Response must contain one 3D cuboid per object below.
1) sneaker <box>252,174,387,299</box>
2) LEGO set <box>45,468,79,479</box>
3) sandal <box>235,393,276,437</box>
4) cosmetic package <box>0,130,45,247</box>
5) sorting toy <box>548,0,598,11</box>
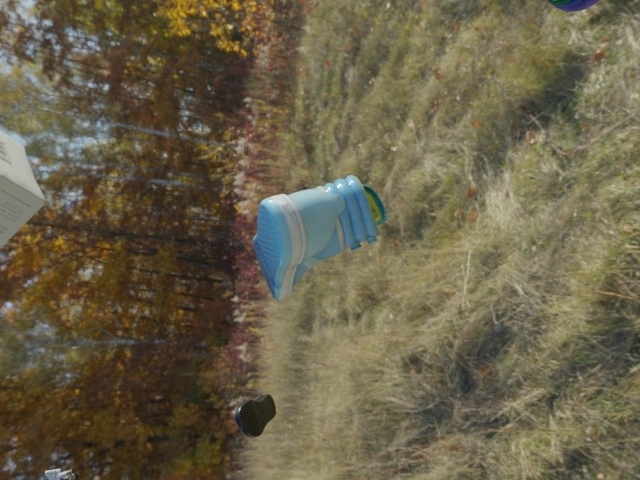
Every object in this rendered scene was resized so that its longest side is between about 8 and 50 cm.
[{"bbox_3d":[0.000,0.000,0.781,0.319,0.208,0.127,125,124,-70],"label":"sneaker"},{"bbox_3d":[-0.420,0.509,0.767,0.244,0.060,0.182,-97,-9,-59],"label":"LEGO set"},{"bbox_3d":[-0.130,0.338,0.884,0.179,0.040,0.067,44,-150,-75],"label":"sandal"},{"bbox_3d":[-0.621,-0.006,0.672,0.217,0.385,0.156,44,180,39],"label":"cosmetic package"},{"bbox_3d":[0.130,-0.350,0.452,0.126,0.365,0.127,-43,-6,-37],"label":"sorting toy"}]
